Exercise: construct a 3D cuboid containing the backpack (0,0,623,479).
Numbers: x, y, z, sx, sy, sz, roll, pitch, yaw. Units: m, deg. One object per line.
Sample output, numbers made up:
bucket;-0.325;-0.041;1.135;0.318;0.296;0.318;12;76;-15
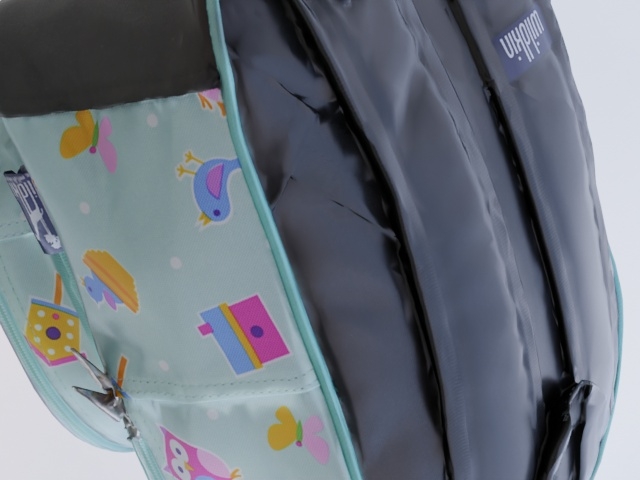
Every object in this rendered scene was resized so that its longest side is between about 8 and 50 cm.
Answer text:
backpack;0.000;0.000;0.461;0.144;0.188;0.166;-15;-163;36
